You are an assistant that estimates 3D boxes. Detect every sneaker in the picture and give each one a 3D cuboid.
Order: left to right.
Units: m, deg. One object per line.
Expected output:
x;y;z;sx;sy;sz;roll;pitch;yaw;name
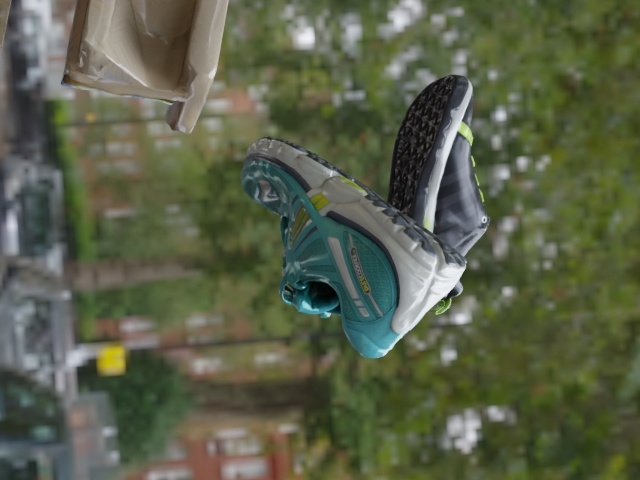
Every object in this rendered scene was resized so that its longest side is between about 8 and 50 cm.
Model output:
0.000;0.000;1.499;0.110;0.107;0.275;-56;-147;4;sneaker
0.123;-0.046;1.933;0.084;0.097;0.235;24;-79;62;sneaker

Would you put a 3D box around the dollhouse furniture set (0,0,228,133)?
-0.231;-0.273;1.240;0.256;0.362;0.394;129;-30;-72;dollhouse furniture set
